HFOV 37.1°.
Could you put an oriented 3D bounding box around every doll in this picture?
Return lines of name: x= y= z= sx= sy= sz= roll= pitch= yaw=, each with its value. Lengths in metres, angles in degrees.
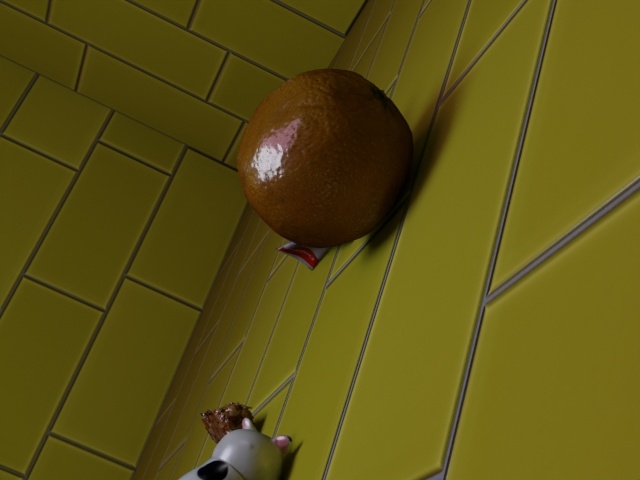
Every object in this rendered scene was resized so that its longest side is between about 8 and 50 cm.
doll: x=-0.124 y=0.327 z=1.261 sx=0.181 sy=0.110 sz=0.106 roll=-39 pitch=-48 yaw=-32

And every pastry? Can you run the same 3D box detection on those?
pastry: x=-0.151 y=0.312 z=1.616 sx=0.063 sy=0.087 sz=0.169 roll=-32 pitch=-3 yaw=-21

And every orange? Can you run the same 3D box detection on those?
orange: x=0.008 y=-0.120 z=1.364 sx=0.264 sy=0.264 sz=0.264 roll=-62 pitch=9 yaw=18

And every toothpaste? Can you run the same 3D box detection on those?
toothpaste: x=0.000 y=0.000 z=1.642 sx=0.301 sy=0.075 sz=0.048 roll=145 pitch=126 yaw=-67
